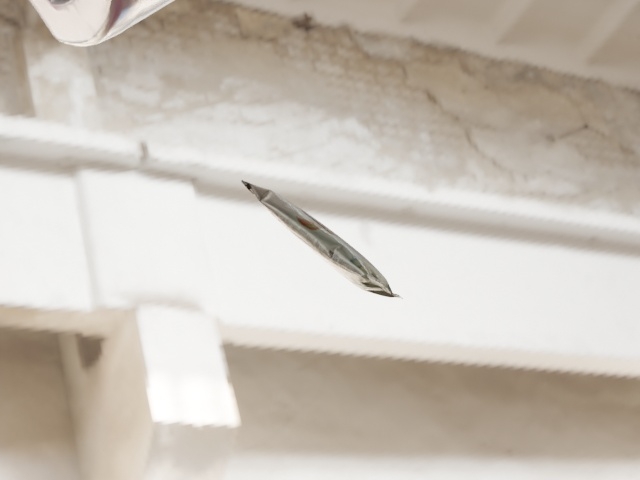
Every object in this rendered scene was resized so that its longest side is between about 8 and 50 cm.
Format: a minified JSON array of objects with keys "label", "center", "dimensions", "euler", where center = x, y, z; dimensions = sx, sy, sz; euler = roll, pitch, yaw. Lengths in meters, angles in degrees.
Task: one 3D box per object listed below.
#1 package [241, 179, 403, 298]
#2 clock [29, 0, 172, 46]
[{"label":"package","center":[0.000,0.000,0.791],"dimensions":[0.015,0.110,0.037],"euler":[-54,-37,3]},{"label":"clock","center":[-0.138,-0.265,0.683],"dimensions":[0.102,0.338,0.338],"euler":[-33,-24,-25]}]
